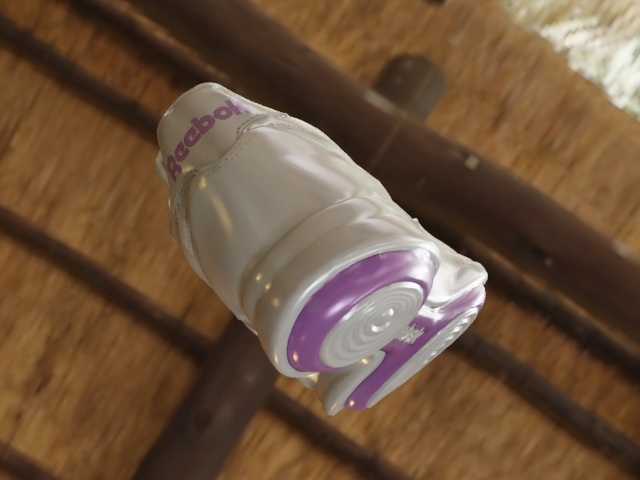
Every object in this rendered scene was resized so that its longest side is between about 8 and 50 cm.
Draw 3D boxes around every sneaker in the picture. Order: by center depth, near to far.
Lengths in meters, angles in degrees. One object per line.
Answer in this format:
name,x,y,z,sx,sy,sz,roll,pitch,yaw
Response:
sneaker,0.000,0.000,0.836,0.152,0.114,0.305,49,177,16
